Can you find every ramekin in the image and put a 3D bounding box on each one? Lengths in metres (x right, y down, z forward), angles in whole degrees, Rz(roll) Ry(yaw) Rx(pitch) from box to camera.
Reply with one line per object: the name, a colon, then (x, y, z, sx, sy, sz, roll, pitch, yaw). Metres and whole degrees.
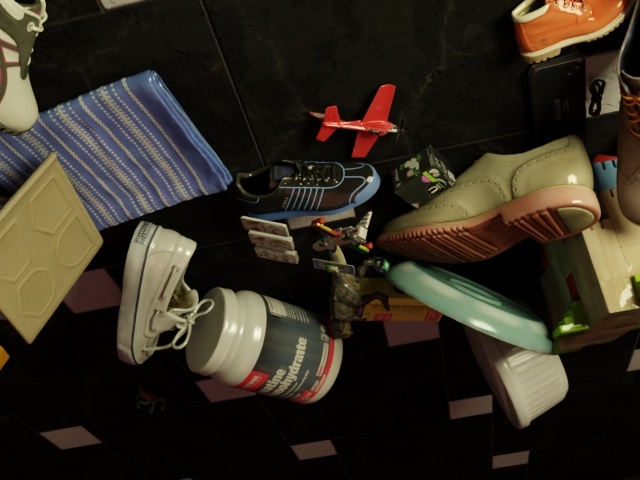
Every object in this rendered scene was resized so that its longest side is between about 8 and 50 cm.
ramekin: (0.409, 0.245, 1.360, 0.127, 0.273, 0.273, -24, 139, 3)

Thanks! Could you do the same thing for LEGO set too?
LEGO set: (0.000, 0.000, 1.102, 0.244, 0.060, 0.182, 11, 159, 10)

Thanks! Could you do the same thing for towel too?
towel: (-0.332, -0.112, 0.995, 0.336, 0.040, 0.243, -18, 138, 14)

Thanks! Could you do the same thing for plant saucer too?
plant saucer: (0.267, 0.106, 1.149, 0.317, 0.317, 0.044, 20, 98, -28)

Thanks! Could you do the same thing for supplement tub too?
supplement tub: (-0.110, 0.211, 1.295, 0.272, 0.191, 0.191, 21, 134, -29)

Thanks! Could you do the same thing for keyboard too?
keyboard: (0.378, -0.210, 0.986, 0.108, 0.023, 0.180, -11, 142, 15)

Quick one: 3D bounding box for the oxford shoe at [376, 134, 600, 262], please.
oxford shoe: (0.265, -0.058, 1.078, 0.397, 0.147, 0.140, -14, 150, 40)

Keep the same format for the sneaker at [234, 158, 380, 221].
sneaker: (-0.024, -0.090, 1.029, 0.232, 0.081, 0.090, -13, 147, 10)

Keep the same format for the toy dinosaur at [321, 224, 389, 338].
toy dinosaur: (0.066, 0.086, 1.214, 0.118, 0.064, 0.268, -7, 118, 2)

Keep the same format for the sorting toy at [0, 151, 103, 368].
sorting toy: (-0.441, 0.048, 0.938, 0.041, 0.307, 0.229, 14, 143, 15)

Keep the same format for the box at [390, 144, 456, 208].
box: (0.168, -0.104, 1.061, 0.083, 0.052, 0.062, -33, 133, 29)

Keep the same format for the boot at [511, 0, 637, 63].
boot: (0.329, -0.301, 0.842, 0.157, 0.059, 0.085, -23, 133, 21)

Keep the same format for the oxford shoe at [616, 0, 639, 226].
oxford shoe: (0.435, -0.182, 0.854, 0.132, 0.130, 0.364, -16, 116, -29)

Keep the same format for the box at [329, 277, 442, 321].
box: (0.138, 0.122, 1.324, 0.232, 0.058, 0.087, 2, 139, -10)

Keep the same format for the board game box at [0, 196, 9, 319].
board game box: (-0.607, 0.008, 1.001, 0.275, 0.142, 0.144, 12, 138, -12)

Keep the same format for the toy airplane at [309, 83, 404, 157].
toy airplane: (0.057, -0.177, 0.976, 0.151, 0.028, 0.151, -4, 142, -3)

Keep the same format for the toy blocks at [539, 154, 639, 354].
toy blocks: (0.459, 0.028, 1.111, 0.190, 0.261, 0.381, -10, 158, 2)

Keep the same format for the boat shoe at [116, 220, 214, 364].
boat shoe: (-0.281, 0.121, 1.205, 0.156, 0.136, 0.367, 16, 130, -5)

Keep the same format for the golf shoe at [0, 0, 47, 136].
golf shoe: (-0.386, -0.241, 0.785, 0.120, 0.105, 0.273, -10, 142, -6)

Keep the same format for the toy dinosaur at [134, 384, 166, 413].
toy dinosaur: (-0.417, 0.397, 1.601, 0.082, 0.047, 0.090, -1, 133, -36)
